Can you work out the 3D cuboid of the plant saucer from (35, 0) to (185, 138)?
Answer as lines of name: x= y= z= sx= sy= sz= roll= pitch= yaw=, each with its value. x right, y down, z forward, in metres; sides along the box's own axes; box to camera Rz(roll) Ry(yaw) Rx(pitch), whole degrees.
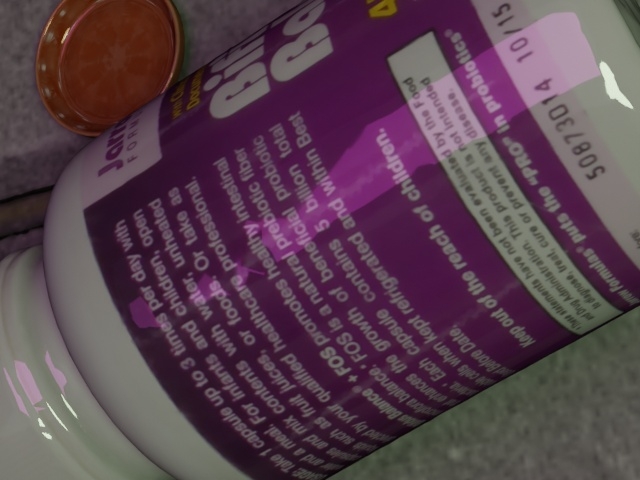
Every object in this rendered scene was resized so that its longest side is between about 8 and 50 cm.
plant saucer: x=-0.103 y=-0.091 z=0.789 sx=0.083 sy=0.013 sz=0.083 roll=-5 pitch=78 yaw=25

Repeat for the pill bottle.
pill bottle: x=0.000 y=0.000 z=0.632 sx=0.301 sy=0.169 sz=0.169 roll=-31 pitch=67 yaw=17
